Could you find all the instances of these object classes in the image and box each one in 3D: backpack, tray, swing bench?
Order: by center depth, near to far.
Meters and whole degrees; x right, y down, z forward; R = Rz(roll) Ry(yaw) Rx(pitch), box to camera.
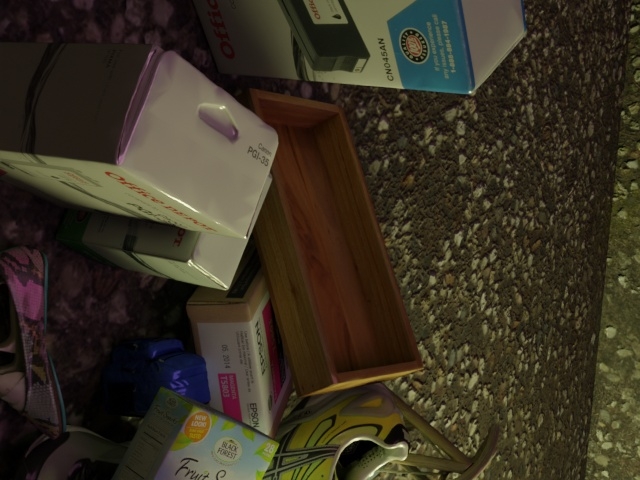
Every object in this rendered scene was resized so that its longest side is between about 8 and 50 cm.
[{"bbox_3d":[-0.203,0.173,1.150,0.098,0.120,0.101,-14,101,-55],"label":"backpack"},{"bbox_3d":[0.000,0.000,1.275,0.203,0.076,0.410,1,67,-50],"label":"tray"},{"bbox_3d":[0.139,0.366,1.527,0.165,0.255,0.253,-61,167,-27],"label":"swing bench"}]

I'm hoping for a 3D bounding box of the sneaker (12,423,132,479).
[{"bbox_3d":[-0.256,0.288,1.116,0.271,0.108,0.100,23,80,-55],"label":"sneaker"}]

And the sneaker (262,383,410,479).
[{"bbox_3d":[-0.045,0.341,1.304,0.385,0.147,0.145,-39,124,-5],"label":"sneaker"}]

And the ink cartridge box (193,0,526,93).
[{"bbox_3d":[0.021,-0.348,1.111,0.166,0.395,0.285,-48,135,-36],"label":"ink cartridge box"}]

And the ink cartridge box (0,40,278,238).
[{"bbox_3d":[-0.217,-0.102,0.910,0.207,0.283,0.117,33,71,-55],"label":"ink cartridge box"}]

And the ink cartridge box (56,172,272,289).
[{"bbox_3d":[-0.178,-0.039,1.053,0.087,0.209,0.153,43,63,-52],"label":"ink cartridge box"}]

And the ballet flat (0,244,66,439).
[{"bbox_3d":[-0.330,0.116,1.001,0.079,0.077,0.221,-11,103,-36],"label":"ballet flat"}]

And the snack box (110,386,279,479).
[{"bbox_3d":[-0.164,0.300,1.091,0.174,0.070,0.207,37,76,-47],"label":"snack box"}]

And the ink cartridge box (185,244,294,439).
[{"bbox_3d":[-0.103,0.147,1.270,0.193,0.088,0.234,-69,155,-65],"label":"ink cartridge box"}]
